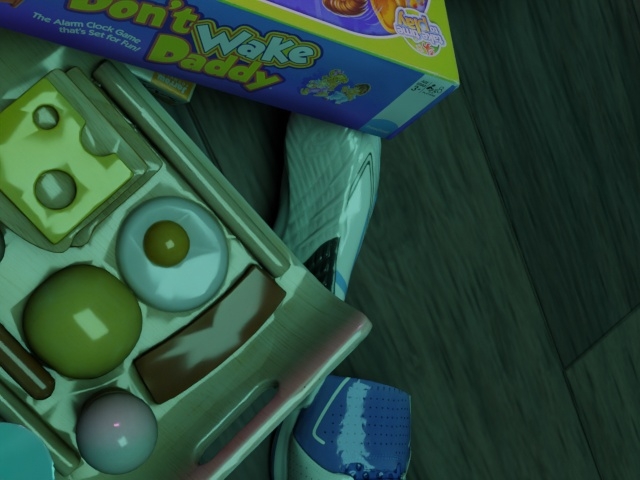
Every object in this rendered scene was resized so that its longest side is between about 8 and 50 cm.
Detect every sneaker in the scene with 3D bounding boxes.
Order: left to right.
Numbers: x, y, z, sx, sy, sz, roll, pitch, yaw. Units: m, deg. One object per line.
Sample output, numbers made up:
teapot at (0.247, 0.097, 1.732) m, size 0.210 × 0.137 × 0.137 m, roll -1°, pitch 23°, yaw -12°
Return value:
sneaker at (0.000, 0.000, 0.666) m, size 0.086 × 0.085 × 0.237 m, roll 6°, pitch 98°, yaw -61°
sneaker at (0.039, 0.268, 0.647) m, size 0.127 × 0.182 × 0.315 m, roll 15°, pitch 86°, yaw -34°

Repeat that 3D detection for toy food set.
toy food set at (-0.142, 0.017, 0.526) m, size 0.220 × 0.092 × 0.306 m, roll -44°, pitch 104°, yaw -12°

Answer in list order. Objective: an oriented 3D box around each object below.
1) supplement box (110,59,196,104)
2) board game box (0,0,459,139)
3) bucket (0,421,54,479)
supplement box at (-0.107, -0.153, 0.608) m, size 0.062 × 0.036 × 0.098 m, roll 23°, pitch 82°, yaw -30°
board game box at (-0.083, -0.217, 0.539) m, size 0.347 × 0.078 × 0.233 m, roll 11°, pitch 61°, yaw -33°
bucket at (-0.259, 0.194, 0.387) m, size 0.183 × 0.281 × 0.281 m, roll -41°, pitch 121°, yaw 20°
